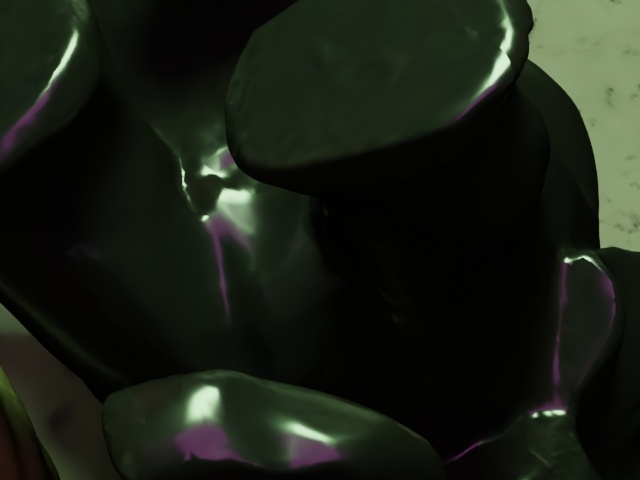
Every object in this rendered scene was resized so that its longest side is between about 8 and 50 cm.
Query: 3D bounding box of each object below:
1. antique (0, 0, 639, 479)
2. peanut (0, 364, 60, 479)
[{"bbox_3d":[0.000,0.000,0.539,0.185,0.255,0.322,-26,42,4],"label":"antique"},{"bbox_3d":[-0.193,0.044,0.553,0.313,0.149,0.149,31,56,22],"label":"peanut"}]
